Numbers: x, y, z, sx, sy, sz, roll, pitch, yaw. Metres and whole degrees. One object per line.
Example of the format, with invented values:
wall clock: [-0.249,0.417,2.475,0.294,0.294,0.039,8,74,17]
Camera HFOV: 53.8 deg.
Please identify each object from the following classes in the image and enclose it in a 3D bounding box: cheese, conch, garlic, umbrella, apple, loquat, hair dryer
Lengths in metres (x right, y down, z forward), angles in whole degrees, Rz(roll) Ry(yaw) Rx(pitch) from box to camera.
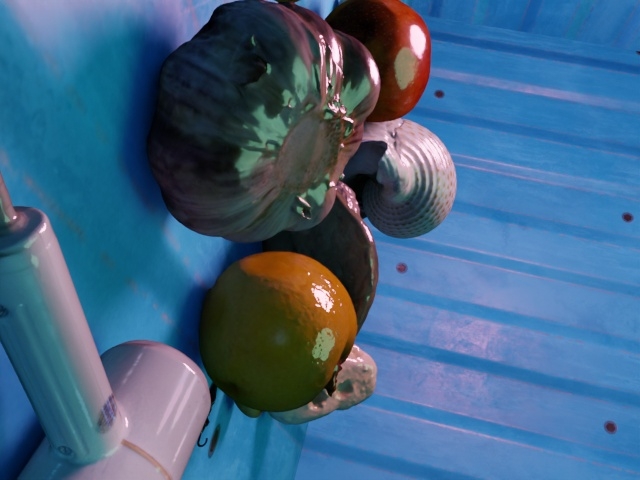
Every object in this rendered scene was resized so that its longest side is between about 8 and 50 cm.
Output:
cheese: [-0.010,0.325,1.481,0.248,0.251,0.173,-45,150,-47]
conch: [0.126,-0.152,1.270,0.319,0.303,0.215,76,34,-58]
garlic: [-0.059,-0.113,0.592,0.245,0.160,0.245,-31,140,-30]
umbrella: [-0.164,0.243,0.915,0.122,0.022,0.013,-85,154,-45]
apple: [0.080,-0.319,1.110,0.230,0.230,0.229,12,90,-83]
loquat: [-0.053,0.117,0.808,0.208,0.208,0.208,12,90,-83]
hair dryer: [-0.159,0.066,0.402,0.173,0.108,0.357,-73,165,-51]

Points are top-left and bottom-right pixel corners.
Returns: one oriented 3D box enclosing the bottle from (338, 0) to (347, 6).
bottle: [0.066,-0.378,1.284,0.110,0.097,0.209,10,94,-58]

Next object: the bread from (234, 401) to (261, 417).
bread: [-0.123,0.255,1.077,0.115,0.056,0.082,113,-24,-59]

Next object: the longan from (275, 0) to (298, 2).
longan: [-0.043,-0.318,0.736,0.083,0.075,0.075,28,69,-39]

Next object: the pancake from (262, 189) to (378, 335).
pancake: [-0.014,0.048,0.960,0.050,0.294,0.294,-1,109,-38]

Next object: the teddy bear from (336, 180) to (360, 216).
teddy bear: [-0.008,0.021,1.118,0.236,0.151,0.267,-119,-154,-50]
